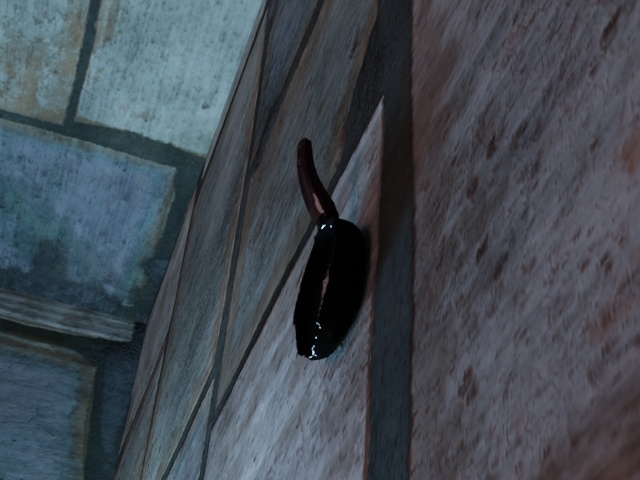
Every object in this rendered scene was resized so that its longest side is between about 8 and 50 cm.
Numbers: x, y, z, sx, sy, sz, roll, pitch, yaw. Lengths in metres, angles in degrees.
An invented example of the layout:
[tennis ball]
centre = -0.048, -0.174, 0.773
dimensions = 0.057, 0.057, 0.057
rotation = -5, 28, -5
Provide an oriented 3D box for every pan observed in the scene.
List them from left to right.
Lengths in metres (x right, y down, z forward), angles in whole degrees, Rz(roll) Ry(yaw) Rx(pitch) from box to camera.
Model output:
[pan]
centre = 0.003, 0.000, 0.867
dimensions = 0.115, 0.040, 0.212
rotation = 116, 157, -46
